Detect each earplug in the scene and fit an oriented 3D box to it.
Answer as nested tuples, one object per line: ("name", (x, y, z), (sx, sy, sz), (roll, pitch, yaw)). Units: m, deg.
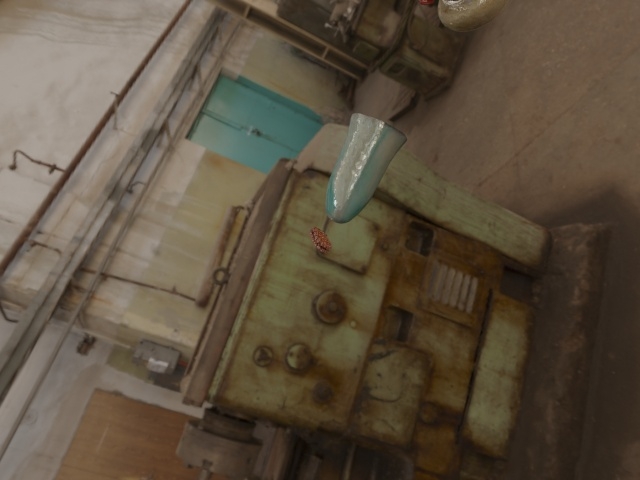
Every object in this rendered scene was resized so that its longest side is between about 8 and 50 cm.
("earplug", (0.116, -0.202, 1.413), (0.323, 0.185, 0.185), (-66, 14, 5))

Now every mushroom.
("mushroom", (0.472, -0.762, 1.432), (0.227, 0.178, 0.226), (-31, 30, 20))

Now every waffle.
("waffle", (0.000, 0.000, 1.307), (0.029, 0.075, 0.083), (-39, 60, 22))

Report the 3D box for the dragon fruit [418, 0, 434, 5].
("dragon fruit", (0.172, -0.433, 0.739), (0.126, 0.112, 0.067), (33, -112, -64))
